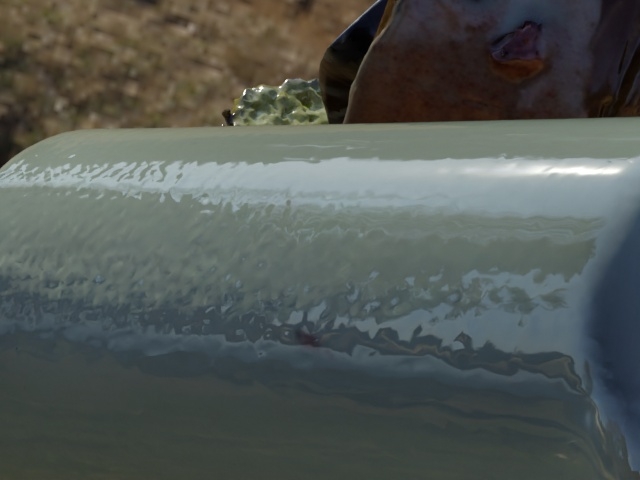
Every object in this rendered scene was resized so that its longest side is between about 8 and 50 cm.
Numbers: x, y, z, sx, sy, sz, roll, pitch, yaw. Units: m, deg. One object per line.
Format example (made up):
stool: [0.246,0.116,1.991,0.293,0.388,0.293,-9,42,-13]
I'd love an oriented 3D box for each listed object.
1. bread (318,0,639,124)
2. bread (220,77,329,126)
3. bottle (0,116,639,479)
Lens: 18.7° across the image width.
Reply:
bread: [0.085,-0.073,0.680,0.142,0.224,0.212,23,29,4]
bread: [0.000,0.000,0.860,0.103,0.065,0.187,5,51,0]
bottle: [0.032,0.024,0.426,0.245,0.104,0.104,3,19,38]
